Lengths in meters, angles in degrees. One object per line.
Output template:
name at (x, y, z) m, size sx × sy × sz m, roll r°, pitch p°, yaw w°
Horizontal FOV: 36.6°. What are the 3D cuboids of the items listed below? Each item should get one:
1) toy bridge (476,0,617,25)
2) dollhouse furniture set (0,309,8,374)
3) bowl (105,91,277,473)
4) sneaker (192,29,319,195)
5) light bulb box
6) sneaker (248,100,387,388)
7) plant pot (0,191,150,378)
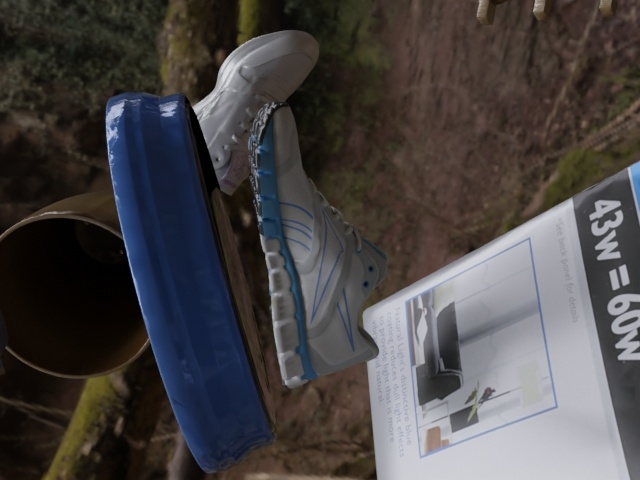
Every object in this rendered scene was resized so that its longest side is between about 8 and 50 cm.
toy bridge at (0.292, -0.318, 1.258) m, size 0.026 × 0.188 × 0.063 m, roll 31°, pitch -112°, yaw -53°
dollhouse furniture set at (-0.539, 0.040, 0.992) m, size 0.174 × 0.355 × 0.303 m, roll -149°, pitch 44°, yaw -76°
bowl at (-0.122, 0.036, 0.983) m, size 0.391 × 0.077 × 0.391 m, roll 165°, pitch 90°, yaw -87°
sneaker at (-0.106, -0.148, 1.287) m, size 0.305 × 0.152 × 0.114 m, roll -40°, pitch -30°, yaw 17°
light bulb box at (0.281, 0.117, 0.659) m, size 0.358 × 0.361 × 0.225 m, roll 18°, pitch -126°, yaw -36°
sneaker at (0.000, 0.000, 0.633) m, size 0.071 × 0.083 × 0.190 m, roll -107°, pitch 7°, yaw -71°
plant pot at (-0.323, 0.030, 1.367) m, size 0.254 × 0.237 × 0.237 m, roll -89°, pitch 9°, yaw -68°
